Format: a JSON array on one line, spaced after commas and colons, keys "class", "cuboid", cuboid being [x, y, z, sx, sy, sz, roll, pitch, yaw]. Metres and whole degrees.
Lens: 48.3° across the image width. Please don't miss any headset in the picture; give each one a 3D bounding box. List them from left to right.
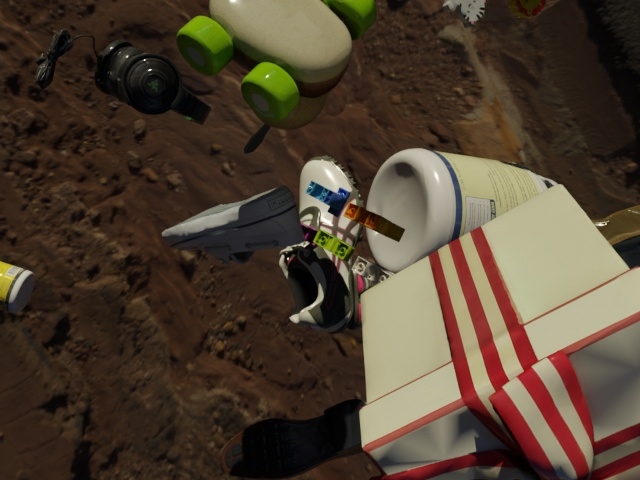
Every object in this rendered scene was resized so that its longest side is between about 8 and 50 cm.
[{"class": "headset", "cuboid": [-0.425, -0.339, 1.581, 0.243, 0.394, 0.185, 29, 92, 40]}]

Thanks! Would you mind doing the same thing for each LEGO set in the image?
[{"class": "LEGO set", "cuboid": [0.048, -0.009, 0.924, 0.093, 0.227, 0.087, 23, 96, -46]}]

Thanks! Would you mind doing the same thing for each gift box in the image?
[{"class": "gift box", "cuboid": [0.171, 0.151, 0.591, 0.276, 0.258, 0.255, -36, 109, 15]}]

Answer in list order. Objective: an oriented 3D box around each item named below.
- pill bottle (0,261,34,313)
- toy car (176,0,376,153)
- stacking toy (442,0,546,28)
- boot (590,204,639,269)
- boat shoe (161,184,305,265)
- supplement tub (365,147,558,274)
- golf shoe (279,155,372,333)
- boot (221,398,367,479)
[{"class": "pill bottle", "cuboid": [-0.475, 0.057, 1.013, 0.116, 0.065, 0.065, 19, 100, -2]}, {"class": "toy car", "cuboid": [-0.046, -0.172, 0.736, 0.149, 0.188, 0.155, 37, 67, 9]}, {"class": "stacking toy", "cuboid": [0.241, -0.348, 0.816, 0.052, 0.167, 0.221, 29, 92, -19]}, {"class": "boot", "cuboid": [0.442, 0.041, 1.138, 0.213, 0.077, 0.165, -16, 132, 1]}, {"class": "boat shoe", "cuboid": [-0.113, -0.004, 0.876, 0.226, 0.083, 0.076, -12, 104, 46]}, {"class": "supplement tub", "cuboid": [0.271, -0.034, 1.298, 0.324, 0.235, 0.236, 4, 101, -28]}, {"class": "golf shoe", "cuboid": [0.000, 0.000, 1.047, 0.105, 0.120, 0.273, -24, 70, 46]}, {"class": "boot", "cuboid": [-0.015, 0.275, 0.943, 0.219, 0.106, 0.082, -18, 60, 14]}]
